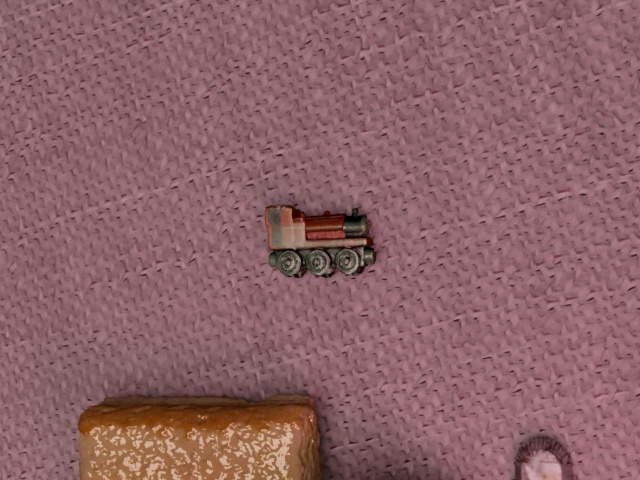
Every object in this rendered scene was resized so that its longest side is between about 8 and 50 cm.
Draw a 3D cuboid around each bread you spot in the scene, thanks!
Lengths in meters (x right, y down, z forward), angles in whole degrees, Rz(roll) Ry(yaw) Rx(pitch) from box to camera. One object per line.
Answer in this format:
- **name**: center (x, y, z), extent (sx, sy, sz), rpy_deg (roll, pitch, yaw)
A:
- **bread**: center (-0.182, 0.366, 1.807), extent (0.376, 0.165, 0.236), rpy_deg (-3, 94, 13)

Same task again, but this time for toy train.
- **toy train**: center (0.000, 0.000, 1.793), extent (0.176, 0.074, 0.118), rpy_deg (-4, 88, 17)

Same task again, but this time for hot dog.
- **hot dog**: center (0.339, 0.392, 1.734), extent (0.099, 0.053, 0.192), rpy_deg (-7, 88, 13)
